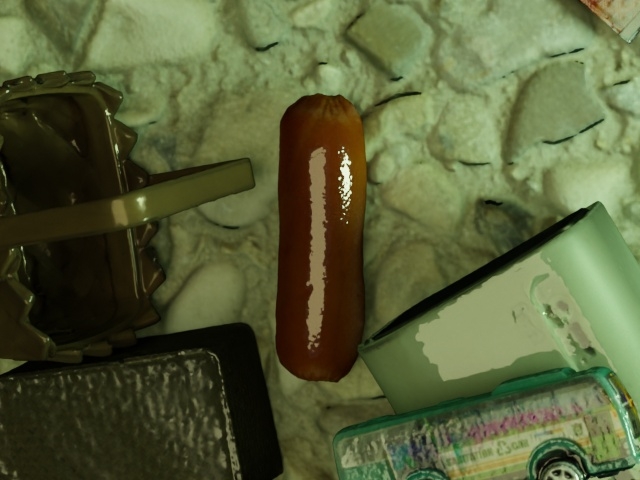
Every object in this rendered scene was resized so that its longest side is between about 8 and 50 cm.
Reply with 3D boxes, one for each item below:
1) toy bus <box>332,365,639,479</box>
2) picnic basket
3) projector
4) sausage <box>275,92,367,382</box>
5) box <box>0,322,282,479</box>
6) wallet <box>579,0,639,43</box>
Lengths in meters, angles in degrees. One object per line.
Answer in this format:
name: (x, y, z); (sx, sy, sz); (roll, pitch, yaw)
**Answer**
toy bus: (0.143, 0.179, 1.344); (0.262, 0.091, 0.109); (-16, 87, 16)
picnic basket: (-0.250, -0.024, 1.591); (0.321, 0.254, 0.291); (-10, 95, 27)
projector: (0.213, 0.134, 1.492); (0.249, 0.248, 0.249); (-31, 88, 17)
sausage: (0.000, 0.000, 1.617); (0.089, 0.083, 0.300); (3, 97, 27)
box: (-0.199, 0.203, 1.668); (0.273, 0.143, 0.184); (-9, 95, 15)
wallet: (0.325, -0.297, 1.523); (0.103, 0.020, 0.196); (43, 105, 6)
